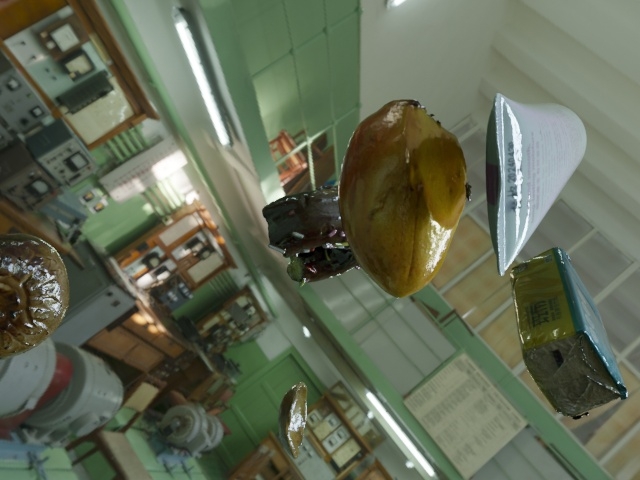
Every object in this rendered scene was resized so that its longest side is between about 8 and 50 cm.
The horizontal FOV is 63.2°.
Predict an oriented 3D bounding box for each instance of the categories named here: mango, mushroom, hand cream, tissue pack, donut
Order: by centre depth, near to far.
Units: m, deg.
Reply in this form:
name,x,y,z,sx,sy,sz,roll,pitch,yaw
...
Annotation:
name,x,y,z,sx,sy,sz,roll,pitch,yaw
hand cream,0.259,-0.100,0.660,0.117,0.358,0.186,5,-71,30
mango,0.110,-0.050,0.749,0.187,0.257,0.138,21,-14,-23
tissue pack,0.466,0.170,1.010,0.192,0.134,0.271,51,29,-16
mushroom,-0.687,0.116,1.098,0.278,0.297,0.163,45,-15,-11
donut,0.022,-0.007,1.221,0.345,0.259,0.136,74,4,-68

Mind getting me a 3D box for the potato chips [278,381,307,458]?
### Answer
name,x,y,z,sx,sy,sz,roll,pitch,yaw
potato chips,-0.080,0.486,1.422,0.061,0.196,0.208,4,-31,13
